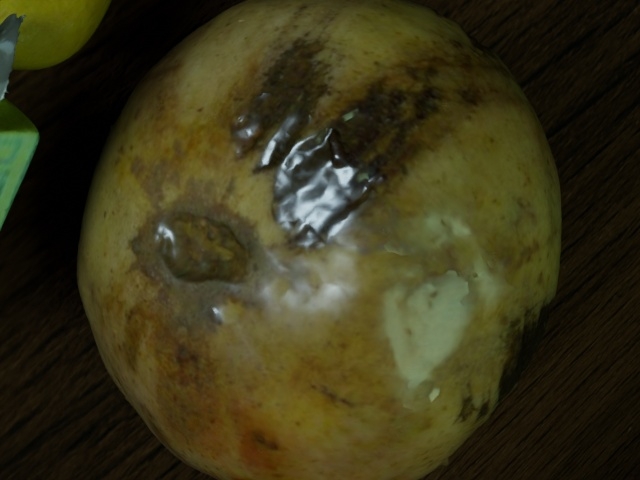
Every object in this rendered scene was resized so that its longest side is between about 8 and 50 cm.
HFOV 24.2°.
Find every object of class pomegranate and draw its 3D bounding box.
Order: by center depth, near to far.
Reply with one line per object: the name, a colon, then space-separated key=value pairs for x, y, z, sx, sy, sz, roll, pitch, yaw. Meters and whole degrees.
pomegranate: x=0.000 y=0.000 z=0.941 sx=0.322 sy=0.322 sz=0.322 roll=-37 pitch=146 yaw=-30

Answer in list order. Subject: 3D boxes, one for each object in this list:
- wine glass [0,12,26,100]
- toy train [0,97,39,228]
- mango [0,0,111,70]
wine glass: x=-0.230 y=-0.111 z=0.644 sx=0.198 sy=0.066 sz=0.066 roll=23 pitch=102 yaw=-28
toy train: x=-0.305 y=0.074 z=0.736 sx=0.237 sy=0.150 sz=0.368 roll=-7 pitch=128 yaw=-61
mango: x=-0.169 y=-0.165 z=0.727 sx=0.137 sy=0.098 sz=0.195 roll=-41 pitch=141 yaw=-18
